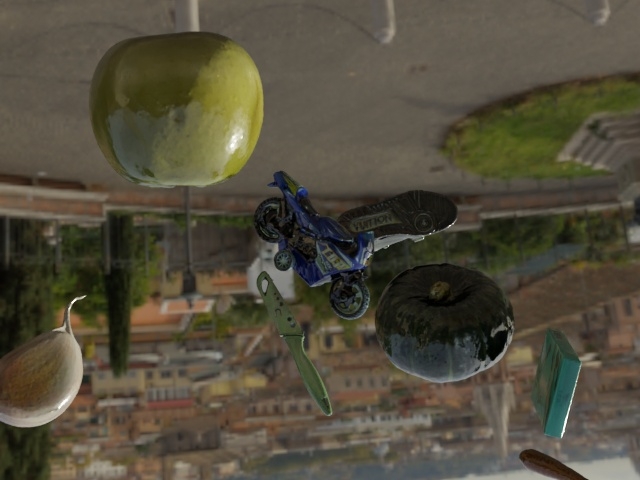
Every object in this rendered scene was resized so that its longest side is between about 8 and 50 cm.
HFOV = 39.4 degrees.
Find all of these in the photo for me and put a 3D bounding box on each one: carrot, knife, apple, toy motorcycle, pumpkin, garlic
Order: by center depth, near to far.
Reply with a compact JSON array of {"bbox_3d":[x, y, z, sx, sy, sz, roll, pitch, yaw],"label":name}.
[{"bbox_3d":[-0.230,-0.218,1.505,0.295,0.257,0.233,-4,-177,-26],"label":"apple"},{"bbox_3d":[-0.045,0.181,1.607,0.043,0.293,0.020,-26,161,-10],"label":"knife"},{"bbox_3d":[-0.490,0.235,1.614,0.128,0.266,0.148,23,138,19],"label":"garlic"},{"bbox_3d":[0.000,0.000,1.702,0.169,0.315,0.113,-52,160,18],"label":"toy motorcycle"},{"bbox_3d":[0.259,0.164,1.906,0.300,0.207,0.300,-8,-150,4],"label":"pumpkin"},{"bbox_3d":[0.535,0.513,1.946,0.216,0.048,0.048,21,180,32],"label":"carrot"}]

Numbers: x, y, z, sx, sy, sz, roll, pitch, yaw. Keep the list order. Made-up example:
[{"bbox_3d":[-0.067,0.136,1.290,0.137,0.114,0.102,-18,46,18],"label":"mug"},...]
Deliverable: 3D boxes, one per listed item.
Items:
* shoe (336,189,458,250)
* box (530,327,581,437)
[{"bbox_3d":[0.169,-0.040,2.114,0.293,0.109,0.149,-10,169,-10],"label":"shoe"},{"bbox_3d":[0.474,0.283,1.808,0.042,0.161,0.226,11,-170,5],"label":"box"}]
